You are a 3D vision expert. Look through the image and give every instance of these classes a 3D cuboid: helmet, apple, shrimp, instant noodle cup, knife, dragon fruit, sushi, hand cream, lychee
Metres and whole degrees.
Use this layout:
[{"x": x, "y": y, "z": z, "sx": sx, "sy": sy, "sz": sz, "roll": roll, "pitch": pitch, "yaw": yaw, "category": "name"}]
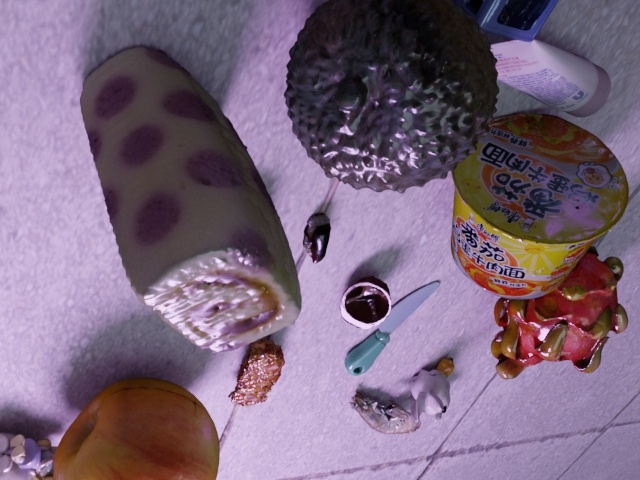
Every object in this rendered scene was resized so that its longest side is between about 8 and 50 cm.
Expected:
[{"x": 0.085, "y": 0.101, "z": 1.327, "sx": 0.089, "sy": 0.057, "sz": 0.111, "roll": 30, "pitch": 128, "yaw": -5, "category": "helmet"}, {"x": -0.305, "y": 0.368, "z": 1.234, "sx": 0.286, "sy": 0.286, "sz": 0.233, "roll": -42, "pitch": 120, "yaw": 18, "category": "apple"}, {"x": 0.143, "y": 0.382, "z": 1.635, "sx": 0.126, "sy": 0.047, "sz": 0.223, "roll": -11, "pitch": 142, "yaw": 30, "category": "shrimp"}, {"x": 0.322, "y": -0.040, "z": 1.168, "sx": 0.265, "sy": 0.264, "sz": 0.200, "roll": -15, "pitch": 145, "yaw": -13, "category": "instant noodle cup"}, {"x": 0.134, "y": 0.167, "z": 1.449, "sx": 0.063, "sy": 0.034, "sz": 0.260, "roll": 25, "pitch": 112, "yaw": -36, "category": "knife"}, {"x": 0.458, "y": 0.144, "z": 1.470, "sx": 0.228, "sy": 0.243, "sz": 0.307, "roll": -20, "pitch": -176, "yaw": -42, "category": "dragon fruit"}, {"x": 0.000, "y": 0.000, "z": 1.182, "sx": 0.044, "sy": 0.046, "sz": 0.083, "roll": -9, "pitch": 136, "yaw": -21, "category": "sushi"}, {"x": 0.311, "y": -0.244, "z": 1.058, "sx": 0.248, "sy": 0.133, "sz": 0.083, "roll": 10, "pitch": 84, "yaw": -40, "category": "hand cream"}, {"x": 0.088, "y": -0.184, "z": 0.885, "sx": 0.274, "sy": 0.255, "sz": 0.255, "roll": -33, "pitch": 156, "yaw": -51, "category": "lychee"}]

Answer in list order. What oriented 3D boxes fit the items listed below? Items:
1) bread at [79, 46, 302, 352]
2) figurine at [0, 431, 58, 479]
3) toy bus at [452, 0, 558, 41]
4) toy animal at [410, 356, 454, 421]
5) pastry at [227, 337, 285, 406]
[{"x": -0.146, "y": -0.053, "z": 0.827, "sx": 0.155, "sy": 0.338, "sz": 0.187, "roll": -29, "pitch": 142, "yaw": 4, "category": "bread"}, {"x": -0.512, "y": 0.417, "z": 1.302, "sx": 0.155, "sy": 0.127, "sz": 0.235, "roll": -37, "pitch": 145, "yaw": -3, "category": "figurine"}, {"x": 0.257, "y": -0.385, "z": 0.845, "sx": 0.126, "sy": 0.133, "sz": 0.292, "roll": 3, "pitch": 131, "yaw": -30, "category": "toy bus"}, {"x": 0.252, "y": 0.335, "z": 1.617, "sx": 0.131, "sy": 0.127, "sz": 0.181, "roll": -24, "pitch": 152, "yaw": 6, "category": "toy animal"}, {"x": -0.116, "y": 0.241, "z": 1.369, "sx": 0.087, "sy": 0.063, "sz": 0.169, "roll": 9, "pitch": 134, "yaw": -23, "category": "pastry"}]
